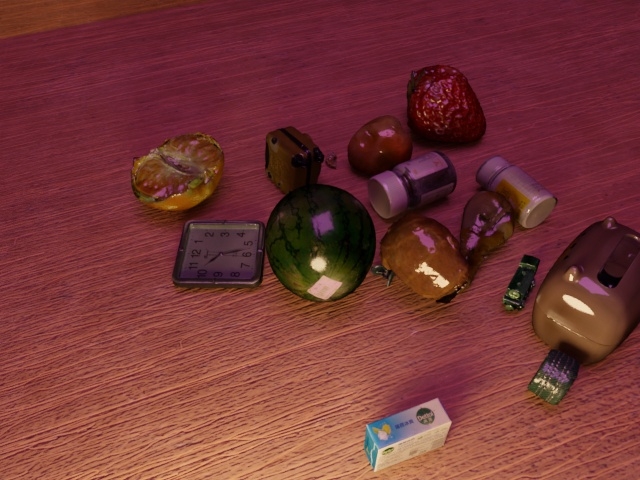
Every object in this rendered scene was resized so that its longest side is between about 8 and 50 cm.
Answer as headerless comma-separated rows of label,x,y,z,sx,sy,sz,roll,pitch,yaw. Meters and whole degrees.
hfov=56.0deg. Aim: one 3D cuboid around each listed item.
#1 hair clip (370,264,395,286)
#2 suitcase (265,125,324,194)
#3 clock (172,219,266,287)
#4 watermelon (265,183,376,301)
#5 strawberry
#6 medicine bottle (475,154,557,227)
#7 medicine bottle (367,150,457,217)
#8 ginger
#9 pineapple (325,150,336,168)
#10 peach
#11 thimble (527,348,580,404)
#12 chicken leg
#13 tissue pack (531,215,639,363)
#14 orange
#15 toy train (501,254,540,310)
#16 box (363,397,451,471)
hair clip,0.288,0.053,1.910,0.275,0.048,0.083,-30,50,-25
suitcase,-0.088,-0.276,2.116,0.143,0.194,0.235,-24,51,-30
clock,-0.315,0.044,1.922,0.279,0.049,0.273,1,47,1
watermelon,0.000,0.000,1.767,0.363,0.363,0.363,0,48,0
strawberry,0.476,-0.520,2.278,0.310,0.291,0.291,2,47,12
medicine bottle,0.658,-0.171,2.043,0.143,0.143,0.258,-23,51,-19
medicine bottle,0.312,-0.191,2.051,0.273,0.165,0.165,-21,51,-19
ginger,0.292,0.036,1.740,0.223,0.200,0.269,25,17,-18
pineapple,0.039,-0.301,2.252,0.045,0.019,0.083,5,51,1
peach,0.208,-0.338,2.178,0.236,0.214,0.214,-20,48,6
thimble,0.612,0.359,1.579,0.090,0.118,0.135,32,40,21
chicken leg,0.489,0.000,1.907,0.201,0.152,0.429,16,56,31
tissue pack,0.782,0.127,1.684,0.267,0.276,0.387,34,58,24
orange,-0.478,-0.219,2.069,0.263,0.196,0.334,10,43,29
toy train,0.596,0.131,1.792,0.071,0.111,0.170,22,51,25
box,0.208,0.474,1.463,0.194,0.139,0.073,-16,49,-14
